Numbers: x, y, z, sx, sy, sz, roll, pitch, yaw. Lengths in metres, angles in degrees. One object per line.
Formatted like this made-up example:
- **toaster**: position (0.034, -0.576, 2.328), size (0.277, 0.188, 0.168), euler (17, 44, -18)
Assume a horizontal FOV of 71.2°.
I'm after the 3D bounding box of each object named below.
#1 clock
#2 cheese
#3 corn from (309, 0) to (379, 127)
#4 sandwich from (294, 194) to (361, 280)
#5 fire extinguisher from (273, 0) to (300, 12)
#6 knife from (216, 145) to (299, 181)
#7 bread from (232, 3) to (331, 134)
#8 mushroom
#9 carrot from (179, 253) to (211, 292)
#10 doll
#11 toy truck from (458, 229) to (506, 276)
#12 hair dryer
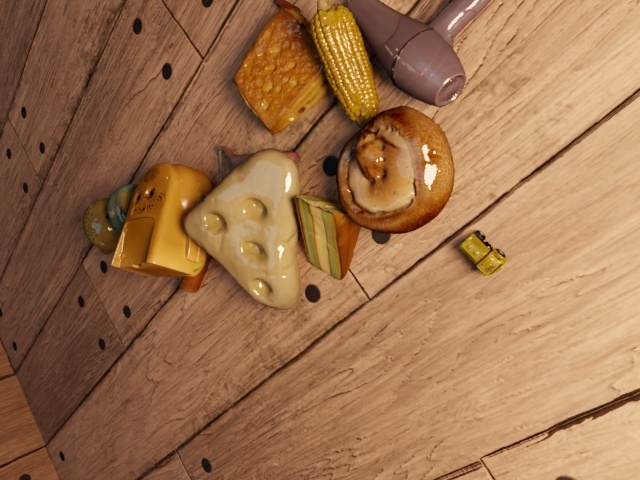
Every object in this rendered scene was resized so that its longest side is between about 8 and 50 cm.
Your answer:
- **clock**: position (-0.419, -0.061, 1.237), size (0.244, 0.200, 0.316), euler (-3, 76, 35)
- **cheese**: position (-0.122, -0.033, 1.069), size (0.351, 0.129, 0.328), euler (44, 113, 3)
- **corn**: position (0.051, -0.352, 0.896), size (0.097, 0.097, 0.261), euler (-6, 120, 36)
- **sandwich**: position (0.000, 0.000, 0.999), size (0.117, 0.144, 0.187), euler (28, 112, 31)
- **fire extinguisher**: position (-0.082, -0.551, 1.043), size (0.083, 0.022, 0.028), euler (43, 155, 23)
- **knife**: position (-0.176, -0.191, 1.151), size (0.278, 0.053, 0.123), euler (1, 103, 36)
- **bread**: position (-0.078, -0.382, 1.026), size (0.235, 0.099, 0.210), euler (-43, 75, 26)
- **mushroom**: position (0.143, -0.132, 0.870), size (0.253, 0.153, 0.253), euler (12, 108, 42)
- **carrot**: position (-0.348, 0.059, 1.308), size (0.061, 0.061, 0.209), euler (41, 114, 23)
- **doll**: position (-0.644, -0.066, 1.429), size (0.261, 0.162, 0.176), euler (-20, 87, 33)
- **toy truck**: position (0.306, 0.027, 0.842), size (0.083, 0.054, 0.049), euler (50, 121, 18)
- **hair dryer**: position (0.234, -0.454, 0.811), size (0.361, 0.121, 0.301), euler (-45, 63, 21)
